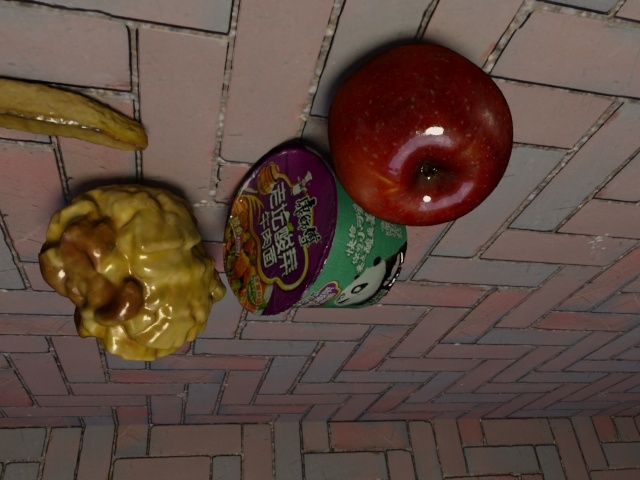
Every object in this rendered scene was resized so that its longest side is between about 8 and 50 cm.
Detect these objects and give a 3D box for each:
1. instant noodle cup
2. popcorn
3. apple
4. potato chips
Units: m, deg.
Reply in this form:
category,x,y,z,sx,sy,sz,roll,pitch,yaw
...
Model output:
category,x,y,z,sx,sy,sz,roll,pitch,yaw
instant noodle cup,0.000,0.000,0.817,0.190,0.251,0.251,16,142,-43
popcorn,-0.263,0.052,0.836,0.225,0.264,0.332,-19,163,12
apple,0.118,-0.127,0.659,0.219,0.201,0.218,-4,141,-3
potato chips,-0.425,-0.161,0.657,0.408,0.057,0.080,2,152,-10
